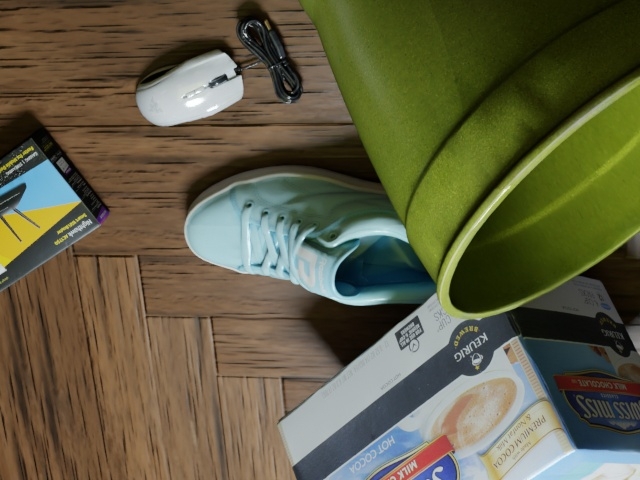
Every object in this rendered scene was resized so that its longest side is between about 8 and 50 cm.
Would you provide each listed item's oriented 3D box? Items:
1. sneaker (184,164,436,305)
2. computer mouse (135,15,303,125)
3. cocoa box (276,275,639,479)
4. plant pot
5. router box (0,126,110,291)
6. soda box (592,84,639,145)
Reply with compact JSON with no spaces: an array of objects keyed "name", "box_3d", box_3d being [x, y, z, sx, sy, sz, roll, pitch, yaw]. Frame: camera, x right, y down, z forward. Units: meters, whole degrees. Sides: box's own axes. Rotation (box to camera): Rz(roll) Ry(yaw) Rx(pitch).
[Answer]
[{"name":"sneaker","box_3d":[0.000,0.000,1.396,0.365,0.150,0.135,1,111,19]},{"name":"computer mouse","box_3d":[-0.124,-0.173,1.412,0.193,0.042,0.106,-20,110,19]},{"name":"cocoa box","box_3d":[0.167,0.216,1.366,0.231,0.228,0.347,12,136,-45]},{"name":"plant pot","box_3d":[0.161,-0.178,1.165,0.366,0.366,0.353,-47,65,25]},{"name":"router box","box_3d":[-0.364,-0.034,1.519,0.179,0.046,0.133,-31,105,22]},{"name":"soda box","box_3d":[0.426,-0.086,1.320,0.286,0.091,0.098,25,116,-2]}]
